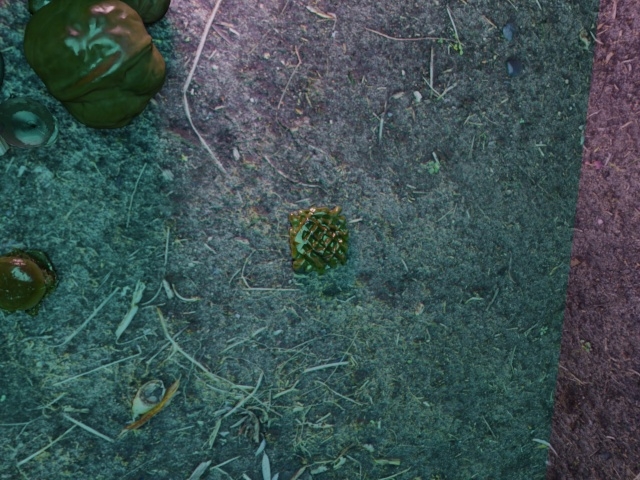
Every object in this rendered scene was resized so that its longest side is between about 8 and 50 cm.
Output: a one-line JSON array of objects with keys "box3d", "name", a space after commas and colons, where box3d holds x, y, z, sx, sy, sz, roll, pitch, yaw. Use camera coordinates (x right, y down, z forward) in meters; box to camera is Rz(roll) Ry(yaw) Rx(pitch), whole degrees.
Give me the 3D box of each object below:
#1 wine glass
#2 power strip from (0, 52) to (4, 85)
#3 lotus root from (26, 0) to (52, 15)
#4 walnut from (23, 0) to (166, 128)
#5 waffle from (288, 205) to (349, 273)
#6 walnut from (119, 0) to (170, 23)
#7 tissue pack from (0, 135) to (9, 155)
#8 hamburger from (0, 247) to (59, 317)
[{"box3d": [-0.685, -0.276, 1.066, 0.122, 0.183, 0.122, -5, 103, -21], "name": "wine glass"}, {"box3d": [-0.875, -0.452, 1.032, 0.253, 0.054, 0.168, 16, 90, -24], "name": "power strip"}, {"box3d": [-0.629, -0.573, 1.096, 0.165, 0.088, 0.088, -19, 105, -26], "name": "lotus root"}, {"box3d": [-0.528, -0.427, 1.070, 0.277, 0.282, 0.253, -37, 71, -6], "name": "walnut"}, {"box3d": [0.002, 0.000, 1.453, 0.204, 0.054, 0.224, -7, 100, -21], "name": "waffle"}, {"box3d": [-0.450, -0.640, 1.133, 0.140, 0.140, 0.162, 16, 101, -23], "name": "walnut"}, {"box3d": [-0.871, -0.327, 0.997, 0.170, 0.071, 0.326, -20, 121, -13], "name": "tissue pack"}, {"box3d": [-0.755, 0.112, 1.125, 0.159, 0.131, 0.185, -20, 109, -14], "name": "hamburger"}]
